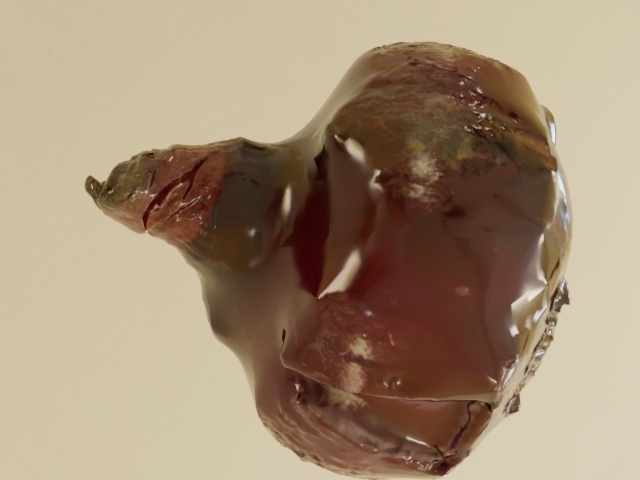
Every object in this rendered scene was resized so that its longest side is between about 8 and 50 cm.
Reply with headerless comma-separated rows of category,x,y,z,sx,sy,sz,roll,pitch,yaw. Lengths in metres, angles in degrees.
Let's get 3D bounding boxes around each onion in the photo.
onion,0.000,0.000,1.345,0.420,0.398,0.398,14,-119,-3
